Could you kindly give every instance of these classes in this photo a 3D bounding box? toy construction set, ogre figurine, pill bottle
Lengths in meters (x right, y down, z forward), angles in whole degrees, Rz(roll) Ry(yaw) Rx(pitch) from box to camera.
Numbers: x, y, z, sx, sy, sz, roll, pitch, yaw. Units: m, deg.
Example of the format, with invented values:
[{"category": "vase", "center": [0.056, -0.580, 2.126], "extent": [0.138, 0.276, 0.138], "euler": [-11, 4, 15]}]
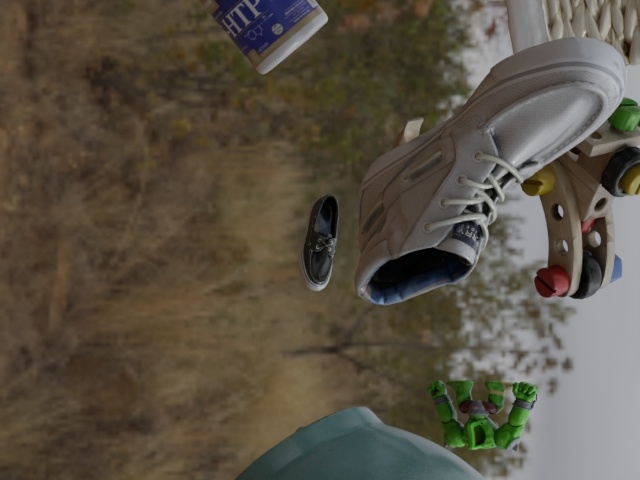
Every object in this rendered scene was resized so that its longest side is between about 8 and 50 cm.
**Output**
[{"category": "toy construction set", "center": [0.237, -0.096, 1.441], "extent": [0.257, 0.309, 0.237], "euler": [-100, -159, -44]}, {"category": "ogre figurine", "center": [0.272, 0.298, 2.154], "extent": [0.097, 0.197, 0.118], "euler": [35, 58, -74]}, {"category": "pill bottle", "center": [-0.089, -0.309, 1.550], "extent": [0.186, 0.112, 0.112], "euler": [50, 10, -6]}]

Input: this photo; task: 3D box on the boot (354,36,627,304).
[{"category": "boot", "center": [0.120, -0.037, 0.926], "extent": [0.258, 0.095, 0.123], "euler": [-36, -144, 45]}]

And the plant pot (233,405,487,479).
[{"category": "plant pot", "center": [0.026, 0.278, 1.159], "extent": [0.196, 0.293, 0.293], "euler": [55, -9, 21]}]

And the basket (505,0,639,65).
[{"category": "basket", "center": [0.330, -0.358, 1.281], "extent": [0.331, 0.266, 0.328], "euler": [-41, 123, -61]}]

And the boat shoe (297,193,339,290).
[{"category": "boat shoe", "center": [0.000, 0.000, 1.751], "extent": [0.040, 0.049, 0.142], "euler": [136, -36, -55]}]
